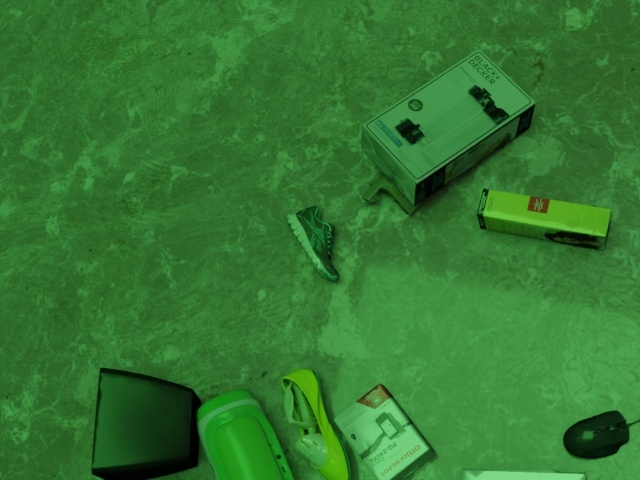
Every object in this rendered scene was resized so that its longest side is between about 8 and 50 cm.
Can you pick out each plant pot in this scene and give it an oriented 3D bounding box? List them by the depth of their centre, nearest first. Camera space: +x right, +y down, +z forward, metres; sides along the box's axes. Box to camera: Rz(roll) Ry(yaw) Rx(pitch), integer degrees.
[{"bbox_3d":[-0.310,0.341,1.878,0.167,0.187,0.188,0,71,1],"label":"plant pot"}]

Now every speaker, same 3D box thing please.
[{"bbox_3d":[-0.120,0.419,1.822,0.131,0.131,0.296,-27,67,4],"label":"speaker"}]

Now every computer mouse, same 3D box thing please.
[{"bbox_3d":[0.528,0.309,1.738,0.242,0.041,0.071,-21,67,6],"label":"computer mouse"}]

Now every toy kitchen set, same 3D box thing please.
[{"bbox_3d":[0.131,-0.080,1.981,0.068,0.075,0.083,-48,27,-8],"label":"toy kitchen set"}]

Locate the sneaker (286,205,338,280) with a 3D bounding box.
[{"bbox_3d":[0.000,0.000,1.972,0.076,0.065,0.166,-30,68,-1],"label":"sneaker"}]

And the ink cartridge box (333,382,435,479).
[{"bbox_3d":[0.114,0.347,1.819,0.109,0.063,0.150,-38,66,-1],"label":"ink cartridge box"}]

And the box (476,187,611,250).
[{"bbox_3d":[0.405,-0.039,1.866,0.232,0.087,0.058,11,74,19],"label":"box"}]

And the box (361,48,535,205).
[{"bbox_3d":[0.238,-0.216,1.932,0.290,0.087,0.169,-33,66,-15],"label":"box"}]

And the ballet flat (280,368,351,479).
[{"bbox_3d":[-0.018,0.338,1.844,0.077,0.077,0.231,-43,56,41],"label":"ballet flat"}]

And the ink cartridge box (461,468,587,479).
[{"bbox_3d":[0.329,0.510,1.634,0.197,0.198,0.270,-2,70,14],"label":"ink cartridge box"}]
